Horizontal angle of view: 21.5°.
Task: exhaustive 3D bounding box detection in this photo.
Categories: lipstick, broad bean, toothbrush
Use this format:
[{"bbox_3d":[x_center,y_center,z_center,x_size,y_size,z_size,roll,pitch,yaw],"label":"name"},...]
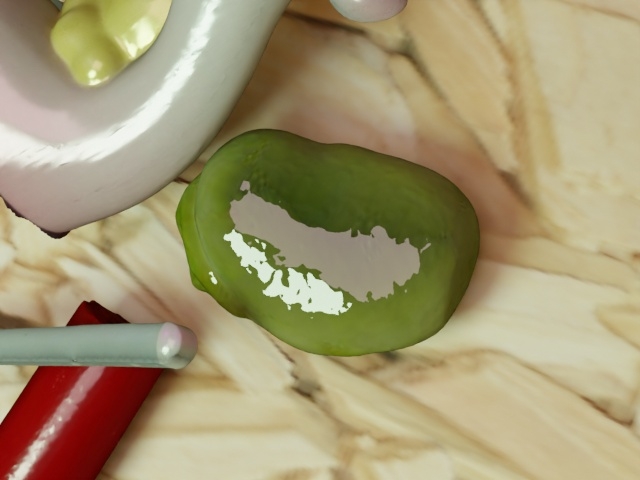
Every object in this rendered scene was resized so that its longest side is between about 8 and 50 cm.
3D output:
[{"bbox_3d":[-0.191,0.169,1.017,0.073,0.073,0.280,34,93,21],"label":"lipstick"},{"bbox_3d":[0.000,0.000,0.969,0.174,0.082,0.124,23,88,22],"label":"broad bean"},{"bbox_3d":[-0.209,0.061,1.016,0.342,0.025,0.030,0,75,37],"label":"toothbrush"}]

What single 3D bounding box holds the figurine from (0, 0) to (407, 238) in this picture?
[{"bbox_3d":[-0.088,-0.197,0.960,0.315,0.206,0.284,-26,57,25],"label":"figurine"}]
